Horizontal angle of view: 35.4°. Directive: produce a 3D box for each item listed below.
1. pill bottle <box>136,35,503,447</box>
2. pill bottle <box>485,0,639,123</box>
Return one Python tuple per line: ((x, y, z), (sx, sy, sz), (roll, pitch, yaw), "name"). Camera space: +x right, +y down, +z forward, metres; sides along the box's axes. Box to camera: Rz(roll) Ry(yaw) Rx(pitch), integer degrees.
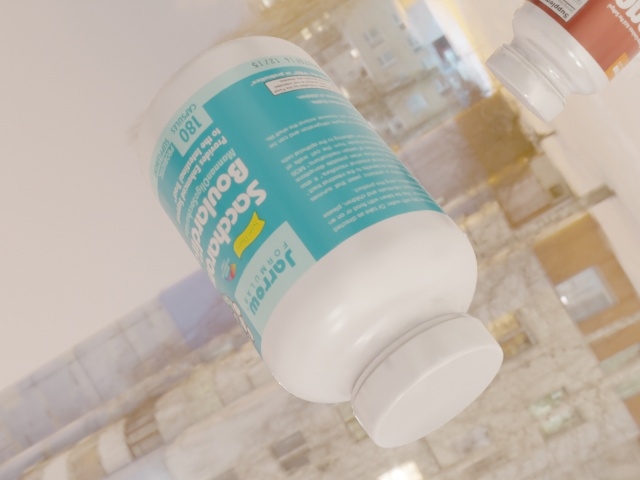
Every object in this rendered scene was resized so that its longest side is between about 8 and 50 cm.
((0.000, 0.000, 0.640), (0.264, 0.146, 0.146), (52, -173, 30), "pill bottle")
((0.274, -0.226, 1.008), (0.121, 0.216, 0.121), (42, -170, -9), "pill bottle")
